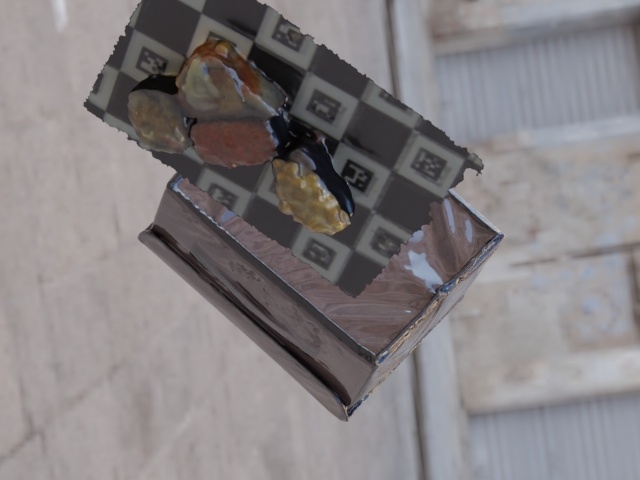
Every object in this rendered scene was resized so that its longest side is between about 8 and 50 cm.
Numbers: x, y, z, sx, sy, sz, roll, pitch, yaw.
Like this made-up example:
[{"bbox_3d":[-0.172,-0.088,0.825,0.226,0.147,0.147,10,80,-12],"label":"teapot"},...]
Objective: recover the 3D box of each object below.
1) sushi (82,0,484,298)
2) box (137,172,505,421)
[{"bbox_3d":[-0.029,-0.050,0.893,0.139,0.201,0.031,-53,-177,42],"label":"sushi"},{"bbox_3d":[0.000,0.000,1.464,0.252,0.188,0.153,43,-23,5],"label":"box"}]
